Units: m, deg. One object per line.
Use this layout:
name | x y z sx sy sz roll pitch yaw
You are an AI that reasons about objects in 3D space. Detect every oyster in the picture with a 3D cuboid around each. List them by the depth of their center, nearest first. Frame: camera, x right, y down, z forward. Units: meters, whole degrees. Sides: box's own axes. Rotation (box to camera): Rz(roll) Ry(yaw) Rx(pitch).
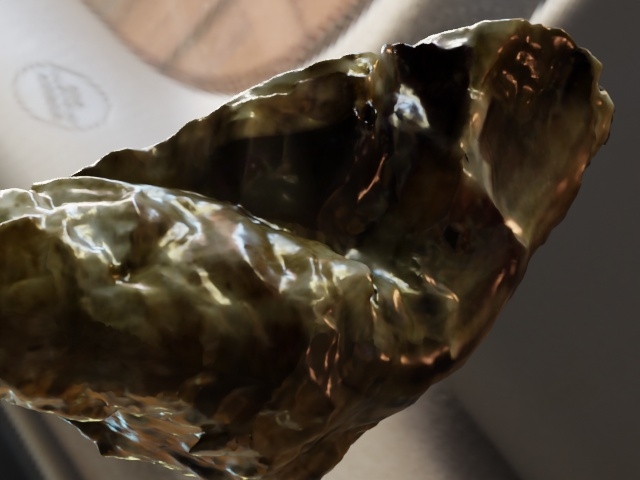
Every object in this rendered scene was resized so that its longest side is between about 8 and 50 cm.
oyster | -0.002 -0.004 0.655 0.294 0.166 0.094 -36 -171 -14
